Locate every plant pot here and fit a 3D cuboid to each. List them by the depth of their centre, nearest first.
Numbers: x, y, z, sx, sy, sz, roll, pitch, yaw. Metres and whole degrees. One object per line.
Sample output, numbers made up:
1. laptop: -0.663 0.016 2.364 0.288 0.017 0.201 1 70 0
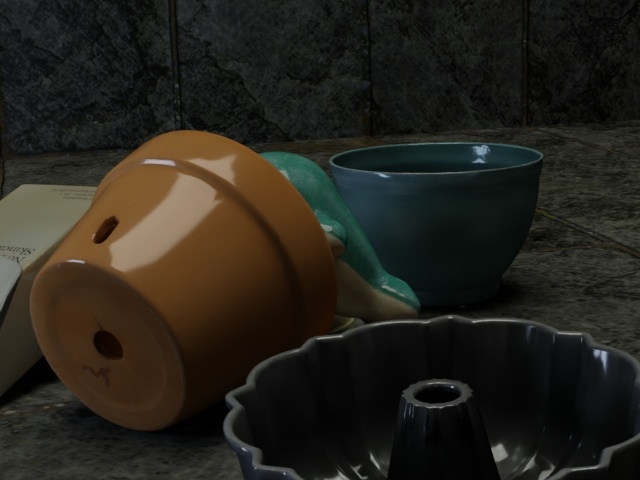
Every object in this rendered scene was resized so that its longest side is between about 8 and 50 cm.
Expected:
1. plant pot: -0.155 0.058 1.237 0.291 0.291 0.203 6 31 32
2. plant pot: 0.161 -0.021 1.672 0.293 0.196 0.293 -2 11 0

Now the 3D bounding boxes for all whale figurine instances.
1. whale figurine: 0.000 0.000 1.376 0.272 0.141 0.216 31 -17 -6

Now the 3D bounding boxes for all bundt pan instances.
1. bundt pan: 0.093 0.171 0.929 0.330 0.124 0.331 -5 18 2

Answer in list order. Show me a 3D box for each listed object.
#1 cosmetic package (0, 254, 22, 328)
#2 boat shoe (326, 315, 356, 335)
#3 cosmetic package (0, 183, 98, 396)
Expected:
1. cosmetic package: -0.499 0.057 0.959 0.453 0.230 0.161 21 10 -10
2. boat shoe: -0.108 0.079 1.480 0.302 0.098 0.109 1 13 13
3. cosmetic package: -0.365 0.054 1.397 0.160 0.113 0.309 3 30 27
